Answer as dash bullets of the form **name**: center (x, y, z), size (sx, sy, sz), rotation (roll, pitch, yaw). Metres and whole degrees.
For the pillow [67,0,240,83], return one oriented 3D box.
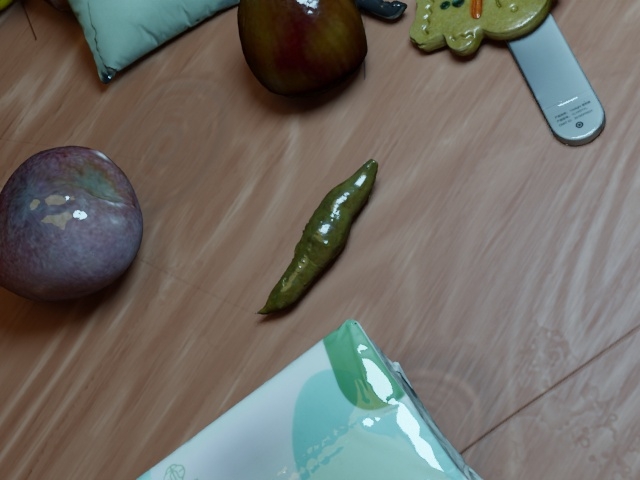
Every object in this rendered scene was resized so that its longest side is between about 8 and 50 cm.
- **pillow**: center (-0.303, -0.472, 1.637), size (0.310, 0.119, 0.312), rotation (-29, 95, -3)

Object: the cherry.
- **cherry**: center (-0.383, -0.013, 1.469), size (0.239, 0.206, 0.239), rotation (1, 91, 47)

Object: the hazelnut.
- **hazelnut**: center (-0.031, -0.321, 1.465), size (0.208, 0.208, 0.208), rotation (-9, 63, 17)

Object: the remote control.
- **remote control**: center (0.329, -0.237, 1.392), size (0.077, 0.022, 0.245), rotation (-25, 60, 11)

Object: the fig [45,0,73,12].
- **fig**: center (-0.416, -0.518, 1.761), size (0.257, 0.159, 0.159), rotation (-37, 56, -21)

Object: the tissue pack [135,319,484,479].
- **tissue pack**: center (-0.008, 0.308, 1.162), size (0.356, 0.194, 0.266), rotation (-37, 60, 2)

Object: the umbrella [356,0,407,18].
- **umbrella**: center (0.026, -0.400, 1.562), size (0.248, 0.071, 0.071), rotation (32, 80, 29)

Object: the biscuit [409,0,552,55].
- **biscuit**: center (0.241, -0.348, 1.454), size (0.225, 0.036, 0.166), rotation (-1, 60, 29)

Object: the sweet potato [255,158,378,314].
- **sweet potato**: center (0.000, 0.000, 1.384), size (0.067, 0.067, 0.274), rotation (31, 82, 30)

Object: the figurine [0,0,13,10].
- **figurine**: center (-0.660, -0.573, 1.836), size (0.187, 0.215, 0.344), rotation (-42, 44, 36)
